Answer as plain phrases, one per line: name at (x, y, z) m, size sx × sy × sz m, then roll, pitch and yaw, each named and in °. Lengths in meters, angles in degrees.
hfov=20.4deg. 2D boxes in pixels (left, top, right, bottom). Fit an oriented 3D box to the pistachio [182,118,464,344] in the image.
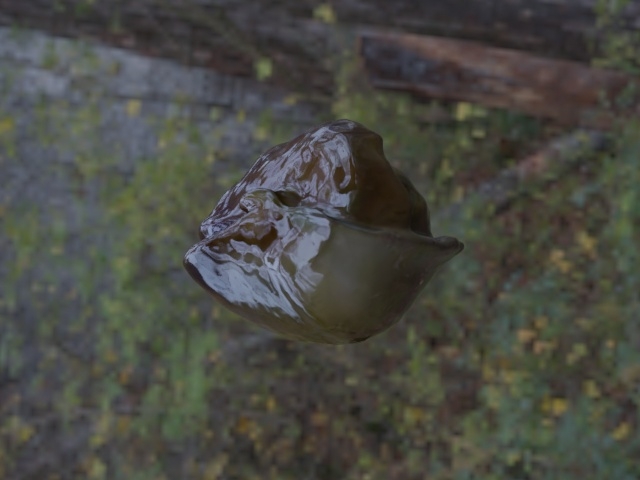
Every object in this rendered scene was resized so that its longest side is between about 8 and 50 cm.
pistachio at (0.000, 0.000, 1.057) m, size 0.210 × 0.165 × 0.130 m, roll 127°, pitch 145°, yaw -76°
